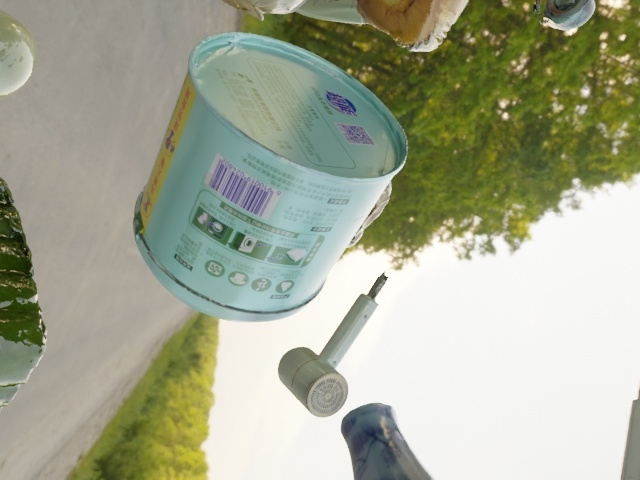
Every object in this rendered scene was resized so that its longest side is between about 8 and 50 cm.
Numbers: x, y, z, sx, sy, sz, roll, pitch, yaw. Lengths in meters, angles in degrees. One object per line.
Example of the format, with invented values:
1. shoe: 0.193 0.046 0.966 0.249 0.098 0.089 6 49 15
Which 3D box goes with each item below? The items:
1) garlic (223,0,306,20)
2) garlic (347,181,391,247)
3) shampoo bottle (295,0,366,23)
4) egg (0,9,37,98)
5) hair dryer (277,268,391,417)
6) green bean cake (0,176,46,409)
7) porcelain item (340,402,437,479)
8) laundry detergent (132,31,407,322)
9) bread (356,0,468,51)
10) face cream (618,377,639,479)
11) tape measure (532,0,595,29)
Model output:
1. garlic: -0.120 -0.510 1.108 0.178 0.229 0.143 -63 166 -8
2. garlic: 0.066 -0.111 1.733 0.281 0.203 0.185 -53 174 -7
3. shampoo bottle: 0.035 -0.499 1.337 0.072 0.212 0.049 -64 152 -16
4. egg: -0.810 -0.445 1.514 0.269 0.219 0.219 -20 -148 25
5. hair dryer: 0.052 0.213 1.442 0.357 0.107 0.173 -54 -148 -5
6. green bean cake: -0.522 0.084 0.774 0.319 0.335 0.218 -43 153 24
7. porcelain item: 0.103 0.347 0.854 0.141 0.141 0.259 -64 -152 28
8. laundry detergent: -0.083 -0.064 0.839 0.305 0.287 0.287 -58 -168 36
9. bread: 0.172 -0.411 0.880 0.119 0.152 0.288 -3 129 -59
10. face cream: 0.441 0.304 0.816 0.102 0.101 0.346 137 -27 -73
11. tape measure: 0.493 -0.525 1.299 0.107 0.180 0.104 8 -119 42
